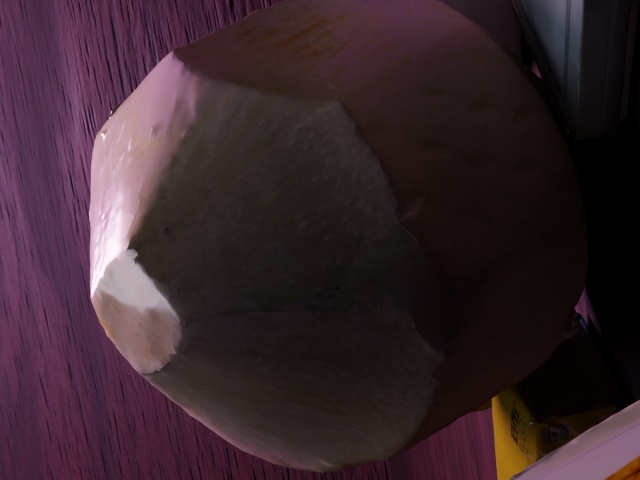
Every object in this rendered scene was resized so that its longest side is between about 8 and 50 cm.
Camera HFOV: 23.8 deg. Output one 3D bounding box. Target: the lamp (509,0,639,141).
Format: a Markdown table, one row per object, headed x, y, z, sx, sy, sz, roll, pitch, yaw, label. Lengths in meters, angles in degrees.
| x | y | z | sx | sy | sz | roll | pitch | yaw | label |
| --- | --- | --- | --- | --- | --- | --- | --- | --- | --- |
| 0.137 | -0.235 | 0.929 | 0.266 | 0.047 | 0.269 | 84 | 174 | -49 | lamp |

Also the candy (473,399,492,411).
| x | y | z | sx | sy | sz | roll | pitch | yaw | label |
| --- | --- | --- | --- | --- | --- | --- | --- | --- | --- |
| 0.140 | 0.076 | 1.454 | 0.199 | 0.094 | 0.106 | 91 | 175 | -45 | candy |

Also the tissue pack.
| x | y | z | sx | sy | sz | roll | pitch | yaw | label |
| --- | --- | --- | --- | --- | --- | --- | --- | --- | --- |
| 0.177 | 0.158 | 1.140 | 0.120 | 0.082 | 0.169 | -107 | 8 | -56 | tissue pack |

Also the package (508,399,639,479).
| x | y | z | sx | sy | sz | roll | pitch | yaw | label |
| --- | --- | --- | --- | --- | --- | --- | --- | --- | --- |
| 0.176 | 0.120 | 0.450 | 0.165 | 0.221 | 0.311 | 59 | 176 | 3 | package |

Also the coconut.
| x | y | z | sx | sy | sz | roll | pitch | yaw | label |
| --- | --- | --- | --- | --- | --- | --- | --- | --- | --- |
| 0.000 | 0.000 | 1.034 | 0.352 | 0.352 | 0.353 | 170 | 90 | -86 | coconut |

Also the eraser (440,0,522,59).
| x | y | z | sx | sy | sz | roll | pitch | yaw | label |
| --- | --- | --- | --- | --- | --- | --- | --- | --- | --- |
| 0.057 | -0.313 | 1.193 | 0.331 | 0.150 | 0.331 | 168 | 90 | -89 | eraser |
